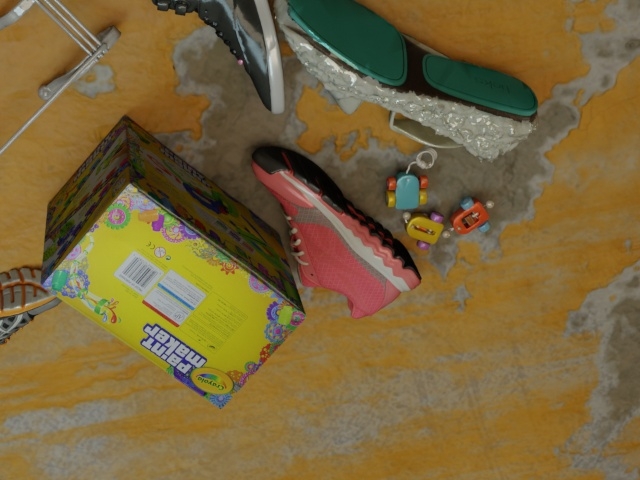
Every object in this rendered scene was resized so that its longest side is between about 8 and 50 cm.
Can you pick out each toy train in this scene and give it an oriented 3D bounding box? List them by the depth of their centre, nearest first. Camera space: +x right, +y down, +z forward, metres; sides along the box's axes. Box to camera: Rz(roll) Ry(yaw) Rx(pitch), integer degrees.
[{"bbox_3d":[0.164,-0.059,1.936,0.125,0.046,0.166,-40,116,7],"label":"toy train"}]

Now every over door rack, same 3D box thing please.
[{"bbox_3d":[-0.448,-0.228,1.712,0.239,0.108,0.324,44,79,-23],"label":"over door rack"}]

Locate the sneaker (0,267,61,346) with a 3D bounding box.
[{"bbox_3d":[-0.453,0.108,1.894,0.215,0.084,0.083,-20,128,3],"label":"sneaker"}]

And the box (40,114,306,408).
[{"bbox_3d":[-0.196,0.022,1.782,0.290,0.279,0.177,38,102,-21],"label":"box"}]

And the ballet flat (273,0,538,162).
[{"bbox_3d":[0.103,-0.204,1.821,0.409,0.147,0.147,22,108,-17],"label":"ballet flat"}]

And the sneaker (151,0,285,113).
[{"bbox_3d":[-0.137,-0.293,1.758,0.147,0.104,0.295,-16,109,0],"label":"sneaker"}]

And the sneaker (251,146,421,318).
[{"bbox_3d":[0.000,0.000,1.895,0.136,0.116,0.314,-43,113,12],"label":"sneaker"}]
